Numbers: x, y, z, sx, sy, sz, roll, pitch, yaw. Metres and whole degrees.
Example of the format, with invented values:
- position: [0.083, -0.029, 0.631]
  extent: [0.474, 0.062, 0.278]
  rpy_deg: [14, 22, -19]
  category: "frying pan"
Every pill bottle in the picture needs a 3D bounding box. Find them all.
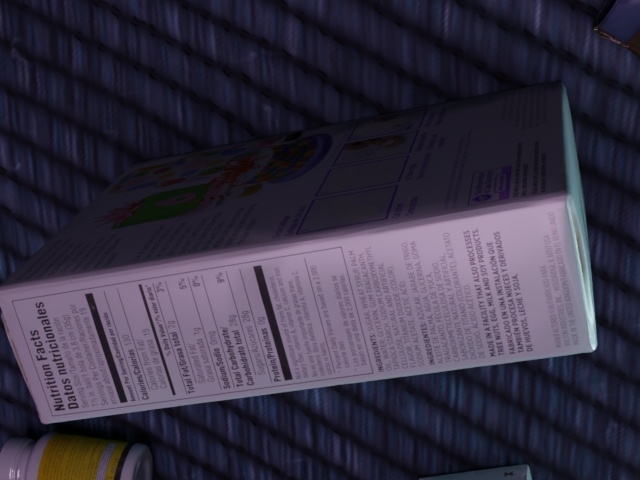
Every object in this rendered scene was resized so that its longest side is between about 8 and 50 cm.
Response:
- position: [-0.201, 0.191, 0.935]
  extent: [0.116, 0.065, 0.065]
  rpy_deg: [6, 111, 9]
  category: "pill bottle"

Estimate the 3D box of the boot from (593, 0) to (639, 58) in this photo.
- position: [0.257, -0.190, 0.688]
  extent: [0.106, 0.082, 0.219]
  rpy_deg: [24, 115, -1]
  category: "boot"

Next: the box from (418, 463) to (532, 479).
- position: [0.129, 0.279, 0.865]
  extent: [0.091, 0.130, 0.170]
  rpy_deg: [-12, 107, 16]
  category: "box"

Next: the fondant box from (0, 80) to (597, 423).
- position: [0.000, 0.000, 0.727]
  extent: [0.330, 0.238, 0.096]
  rpy_deg: [-8, 110, 15]
  category: "fondant box"
